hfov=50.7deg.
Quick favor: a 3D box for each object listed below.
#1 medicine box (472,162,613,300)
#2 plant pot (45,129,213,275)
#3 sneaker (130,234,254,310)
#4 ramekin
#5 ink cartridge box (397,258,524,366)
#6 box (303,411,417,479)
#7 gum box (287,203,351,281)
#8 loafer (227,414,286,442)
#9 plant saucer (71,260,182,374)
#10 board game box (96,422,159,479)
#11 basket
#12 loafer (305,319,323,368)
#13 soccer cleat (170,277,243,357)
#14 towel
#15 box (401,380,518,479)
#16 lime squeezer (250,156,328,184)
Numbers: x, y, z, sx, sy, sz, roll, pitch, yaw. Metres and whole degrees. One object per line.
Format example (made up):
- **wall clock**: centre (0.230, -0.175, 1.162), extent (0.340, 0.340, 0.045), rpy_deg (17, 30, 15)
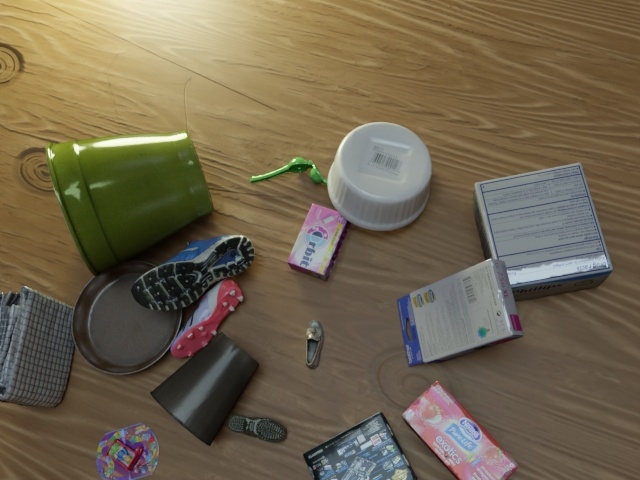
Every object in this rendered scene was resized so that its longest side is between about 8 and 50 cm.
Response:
- **medicine box**: centre (0.538, -0.015, 1.678), extent (0.264, 0.149, 0.289), rpy_deg (-10, 70, 6)
- **plant pot**: centre (-0.486, -0.134, 1.805), extent (0.353, 0.366, 0.366), rpy_deg (-19, 69, -11)
- **sneaker**: centre (-0.339, 0.080, 1.789), extent (0.330, 0.147, 0.129), rpy_deg (-24, 106, -17)
- **ramekin**: centre (0.160, -0.175, 1.769), extent (0.277, 0.135, 0.277), rpy_deg (1, 63, -2)
- **ink cartridge box**: centre (0.325, 0.182, 1.629), extent (0.311, 0.065, 0.185), rpy_deg (-28, 62, 41)
- **box**: centre (0.092, 0.537, 1.604), extent (0.220, 0.051, 0.175), rpy_deg (-29, 64, -2)
- **gum box**: centre (0.000, 0.000, 1.805), extent (0.107, 0.062, 0.188), rpy_deg (19, 75, 14)
- **loafer**: centre (-0.156, 0.463, 1.680), extent (0.148, 0.050, 0.056), rpy_deg (17, 77, -2)
- **plant saucer**: centre (-0.516, 0.209, 1.824), extent (0.311, 0.050, 0.310), rpy_deg (-3, 70, 8)
- **board game box**: centre (-0.496, 0.541, 1.714), extent (0.169, 0.033, 0.133), rpy_deg (-17, 70, 3)
- **basket**: centre (-0.272, 0.356, 1.684), extent (0.204, 0.154, 0.227), rpy_deg (36, 77, 22)
- **loafer**: centre (-0.018, 0.263, 1.729), extent (0.045, 0.039, 0.125), rpy_deg (1, 72, 10)
- **soccer cleat**: centre (-0.308, 0.203, 1.786), extent (0.248, 0.083, 0.095), rpy_deg (-49, 44, -5)
- **towel**: centre (-0.757, 0.279, 1.742), extent (0.121, 0.235, 0.283), rpy_deg (-2, 71, 15)
- **box**: centre (0.317, 0.463, 1.560), extent (0.123, 0.128, 0.257), rpy_deg (-42, 70, -6)
- **lime squeezer**: centre (-0.040, -0.172, 1.865), extent (0.310, 0.059, 0.110), rpy_deg (19, 63, 19)
